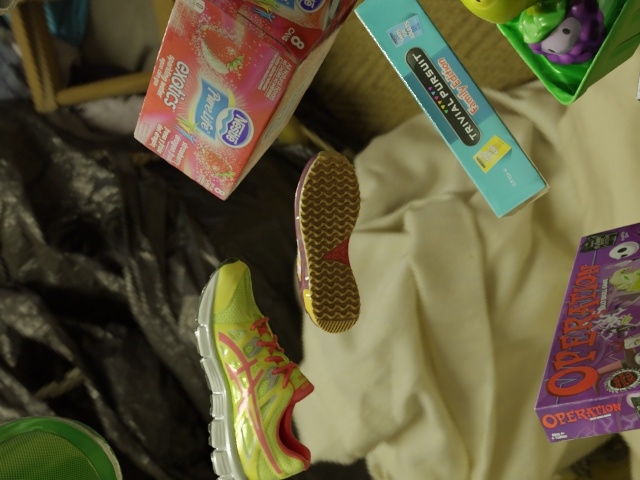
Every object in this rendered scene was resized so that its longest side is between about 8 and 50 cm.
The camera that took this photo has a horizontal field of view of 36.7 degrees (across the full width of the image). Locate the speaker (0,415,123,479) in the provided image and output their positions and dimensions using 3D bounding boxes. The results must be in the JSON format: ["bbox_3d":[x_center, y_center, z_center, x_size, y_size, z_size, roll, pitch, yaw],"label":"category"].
[{"bbox_3d":[-0.217,0.196,0.598,0.131,0.131,0.296,41,-174,2],"label":"speaker"}]

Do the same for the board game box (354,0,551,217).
[{"bbox_3d":[0.194,-0.190,1.362,0.079,0.254,0.336,-35,83,13],"label":"board game box"}]

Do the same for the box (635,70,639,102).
[{"bbox_3d":[0.234,-0.135,0.600,0.027,0.137,0.094,3,166,40],"label":"box"}]

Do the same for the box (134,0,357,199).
[{"bbox_3d":[-0.075,-0.167,0.918,0.122,0.128,0.257,36,148,-1],"label":"box"}]

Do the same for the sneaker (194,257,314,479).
[{"bbox_3d":[-0.052,0.117,0.864,0.094,0.081,0.209,-7,93,16],"label":"sneaker"}]

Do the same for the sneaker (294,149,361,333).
[{"bbox_3d":[0.000,0.000,0.996,0.084,0.069,0.186,-163,72,-72],"label":"sneaker"}]

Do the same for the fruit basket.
[{"bbox_3d":[0.367,-0.422,1.548,0.283,0.391,0.392,58,152,26],"label":"fruit basket"}]

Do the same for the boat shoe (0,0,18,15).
[{"bbox_3d":[-0.366,-0.284,0.831,0.094,0.109,0.302,16,175,16],"label":"boat shoe"}]

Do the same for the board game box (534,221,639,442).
[{"bbox_3d":[0.350,0.068,0.990,0.208,0.347,0.056,-21,108,31],"label":"board game box"}]
